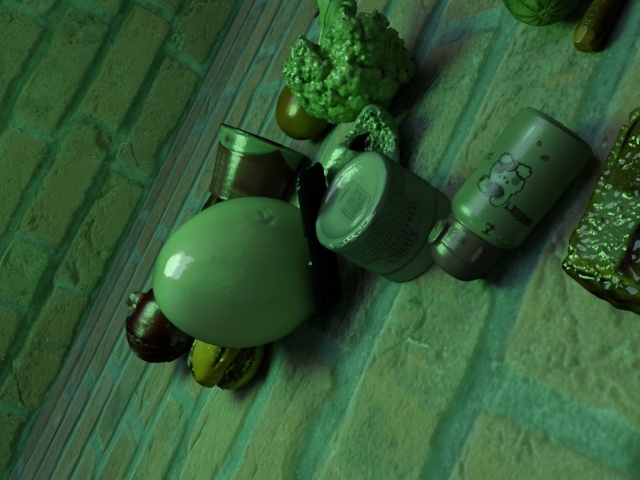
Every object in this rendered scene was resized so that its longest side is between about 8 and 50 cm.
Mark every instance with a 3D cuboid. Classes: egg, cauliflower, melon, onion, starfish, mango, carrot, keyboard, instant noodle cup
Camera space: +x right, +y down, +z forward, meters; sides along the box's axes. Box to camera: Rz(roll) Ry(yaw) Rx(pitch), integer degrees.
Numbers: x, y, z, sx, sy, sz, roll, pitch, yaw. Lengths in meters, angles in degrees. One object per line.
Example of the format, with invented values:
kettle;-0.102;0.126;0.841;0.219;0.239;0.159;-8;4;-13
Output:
egg;-0.147;0.062;1.053;0.283;0.344;0.283;17;114;46
cauliflower;0.071;-0.376;1.145;0.327;0.260;0.281;111;176;-81
melon;0.341;-0.417;0.848;0.139;0.139;0.192;-20;52;52
onion;-0.420;0.201;1.485;0.252;0.219;0.252;-63;-6;-11
starfish;-0.039;-0.146;1.372;0.078;0.028;0.091;-54;24;21
mango;-0.016;-0.372;1.418;0.175;0.139;0.255;28;83;50
carrot;0.405;-0.343;0.780;0.171;0.042;0.042;-62;28;1
keyboard;-0.001;0.000;0.978;0.016;0.263;0.106;-1;19;23
instant noodle cup;-0.173;-0.180;1.439;0.235;0.234;0.179;38;109;62

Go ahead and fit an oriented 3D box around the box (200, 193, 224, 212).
box;-0.283;-0.136;1.732;0.240;0.071;0.159;-52;28;21

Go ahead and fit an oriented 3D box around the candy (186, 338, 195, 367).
candy;-0.301;0.281;1.426;0.103;0.043;0.103;-42;35;38

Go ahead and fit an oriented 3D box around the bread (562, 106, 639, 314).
bread;0.353;-0.028;0.536;0.181;0.096;0.222;14;77;62

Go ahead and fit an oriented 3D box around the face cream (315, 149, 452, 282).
face cream;0.099;-0.038;0.913;0.177;0.152;0.177;-39;37;38

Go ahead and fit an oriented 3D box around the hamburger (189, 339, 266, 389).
hamburger;-0.203;0.240;1.217;0.191;0.118;0.182;-42;31;27

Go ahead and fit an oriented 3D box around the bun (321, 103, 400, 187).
bun;0.083;-0.150;1.064;0.213;0.126;0.204;-56;2;2

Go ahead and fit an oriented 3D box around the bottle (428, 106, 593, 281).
bottle;0.237;-0.051;0.737;0.233;0.109;0.110;-54;29;15
